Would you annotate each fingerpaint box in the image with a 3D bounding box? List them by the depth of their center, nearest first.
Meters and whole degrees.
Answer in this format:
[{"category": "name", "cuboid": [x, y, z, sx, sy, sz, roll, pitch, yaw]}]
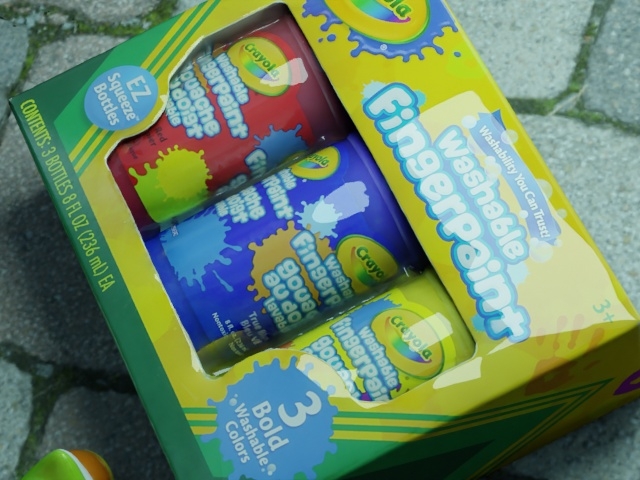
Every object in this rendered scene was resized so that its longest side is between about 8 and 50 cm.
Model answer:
[{"category": "fingerpaint box", "cuboid": [0.000, 0.000, 1.486, 0.371, 0.163, 0.445, -26, 63, -2]}]

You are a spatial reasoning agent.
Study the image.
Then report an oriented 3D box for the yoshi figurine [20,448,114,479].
[{"category": "yoshi figurine", "cuboid": [-0.253, 0.291, 1.320, 0.203, 0.362, 0.203, -27, 85, 30]}]
